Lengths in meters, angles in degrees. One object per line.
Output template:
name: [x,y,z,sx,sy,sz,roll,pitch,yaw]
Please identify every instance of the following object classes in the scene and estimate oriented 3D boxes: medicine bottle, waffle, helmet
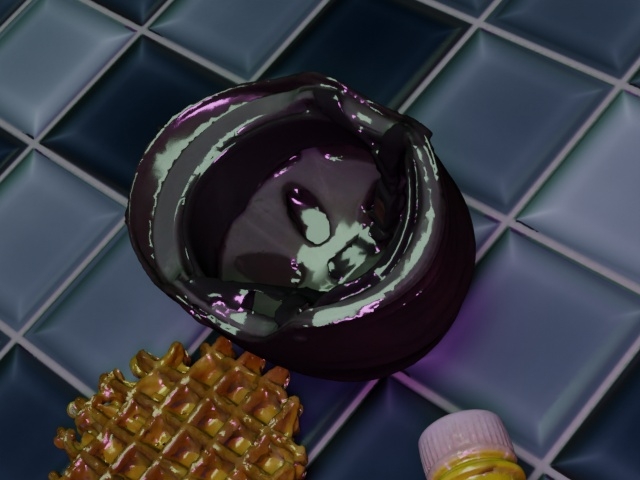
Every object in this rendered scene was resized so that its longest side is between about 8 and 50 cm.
medicine bottle: [0.126,0.225,1.074,0.122,0.122,0.212,-21,51,8]
waffle: [-0.117,0.184,1.252,0.228,0.051,0.232,-14,52,14]
helmet: [0.000,0.000,1.252,0.305,0.177,0.225,26,78,41]
